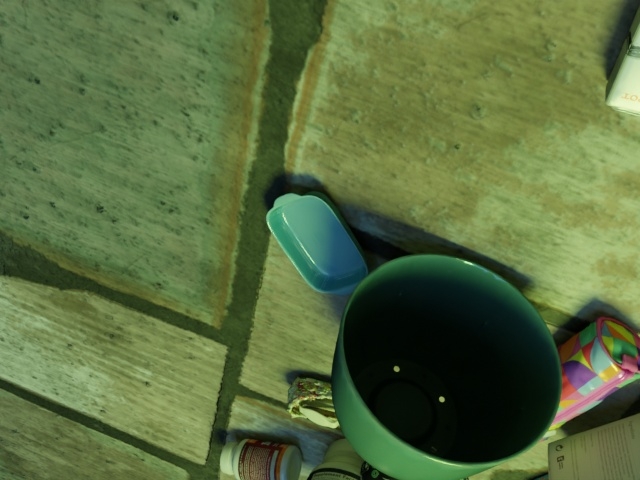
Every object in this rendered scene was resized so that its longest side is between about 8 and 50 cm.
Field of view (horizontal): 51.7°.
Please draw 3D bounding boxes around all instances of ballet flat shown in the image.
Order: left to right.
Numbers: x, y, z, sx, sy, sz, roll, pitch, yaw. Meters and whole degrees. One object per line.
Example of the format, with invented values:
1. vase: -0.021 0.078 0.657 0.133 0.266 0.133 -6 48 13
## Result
1. ballet flat: 0.050 0.303 1.164 0.241 0.077 0.091 5 125 18

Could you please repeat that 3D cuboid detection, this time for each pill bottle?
1. pill bottle: -0.122 0.448 1.334 0.152 0.086 0.086 1 125 21
2. pill bottle: 0.030 0.501 1.196 0.153 0.264 0.153 11 127 16

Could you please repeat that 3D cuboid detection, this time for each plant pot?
1. plant pot: 0.147 0.204 0.928 0.293 0.293 0.235 23 144 5

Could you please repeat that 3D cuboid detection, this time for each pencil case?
1. pencil case: 0.360 0.210 0.956 0.104 0.104 0.236 31 129 -2

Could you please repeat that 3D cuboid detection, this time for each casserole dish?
1. casserole dish: 0.000 0.000 0.989 0.114 0.037 0.188 -20 116 32

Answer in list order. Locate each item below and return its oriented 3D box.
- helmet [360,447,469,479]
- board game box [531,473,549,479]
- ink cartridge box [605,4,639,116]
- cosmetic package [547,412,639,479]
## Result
1. helmet: 0.171 0.419 1.148 0.161 0.169 0.169 -21 114 39
2. board game box: 0.481 0.431 1.106 0.160 0.039 0.211 40 128 -8
3. ink cartridge box: 0.371 -0.201 0.671 0.109 0.063 0.150 17 129 10
4. cosmetic package: 0.529 0.336 0.911 0.365 0.155 0.197 -32 107 30
